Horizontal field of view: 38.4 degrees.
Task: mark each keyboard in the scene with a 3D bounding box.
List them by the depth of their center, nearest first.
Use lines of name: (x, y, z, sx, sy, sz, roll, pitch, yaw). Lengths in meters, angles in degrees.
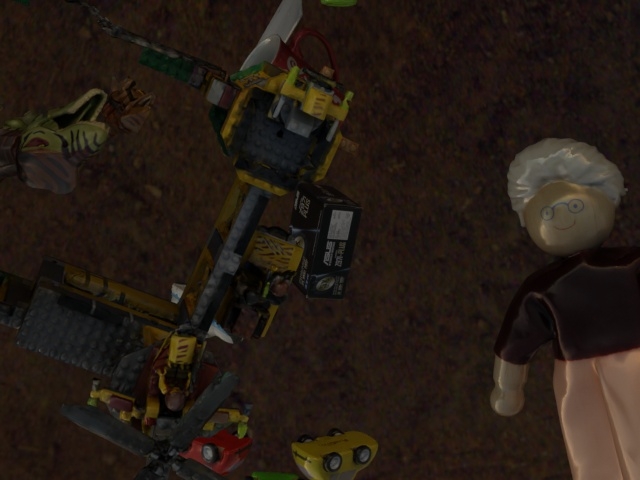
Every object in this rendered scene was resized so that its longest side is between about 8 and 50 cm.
keyboard: (-0.078, -0.360, 1.625, 0.014, 0.072, 0.256, -2, 162, -22)

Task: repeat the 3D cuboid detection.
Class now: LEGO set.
LEGO set: (-0.135, -0.018, 0.419, 0.331, 0.192, 0.255, 30, 98, -20)

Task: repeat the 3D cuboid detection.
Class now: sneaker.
sneaker: (-0.192, 0.141, 1.540, 0.071, 0.190, 0.083, 10, 103, -42)

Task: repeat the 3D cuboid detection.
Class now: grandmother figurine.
grandmother figurine: (0.227, 0.083, 0.710, 0.207, 0.343, 0.104, -16, 172, 8)

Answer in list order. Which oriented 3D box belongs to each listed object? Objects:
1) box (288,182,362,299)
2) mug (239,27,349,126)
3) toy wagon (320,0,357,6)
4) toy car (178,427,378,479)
box: (0.000, 0.000, 1.693, 0.077, 0.147, 0.180, 5, 107, -23)
mug: (-0.030, -0.253, 1.518, 0.169, 0.113, 0.150, 35, 133, -29)
toy wagon: (-0.050, -0.485, 1.322, 0.344, 0.068, 0.267, -3, 97, -31)
toy car: (-0.051, 0.253, 0.951, 0.239, 0.225, 0.053, 4, 101, -4)
